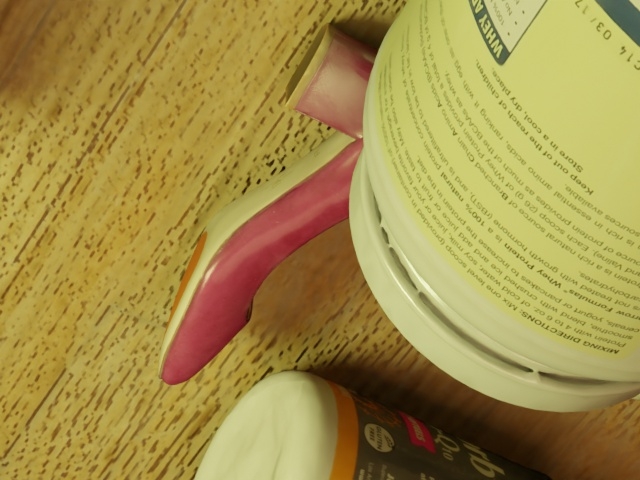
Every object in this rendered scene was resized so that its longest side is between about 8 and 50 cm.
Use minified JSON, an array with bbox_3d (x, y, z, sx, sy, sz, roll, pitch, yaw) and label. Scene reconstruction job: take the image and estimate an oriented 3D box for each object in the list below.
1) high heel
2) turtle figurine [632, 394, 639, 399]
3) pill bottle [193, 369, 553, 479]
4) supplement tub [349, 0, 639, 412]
[{"bbox_3d":[0.000,0.000,1.131,0.117,0.082,0.244,26,107,-10],"label":"high heel"},{"bbox_3d":[0.287,0.021,1.121,0.266,0.275,0.198,8,167,37],"label":"turtle figurine"},{"bbox_3d":[0.065,0.200,1.234,0.278,0.162,0.162,25,120,-22],"label":"pill bottle"},{"bbox_3d":[0.157,-0.080,0.907,0.235,0.235,0.325,13,146,-14],"label":"supplement tub"}]
